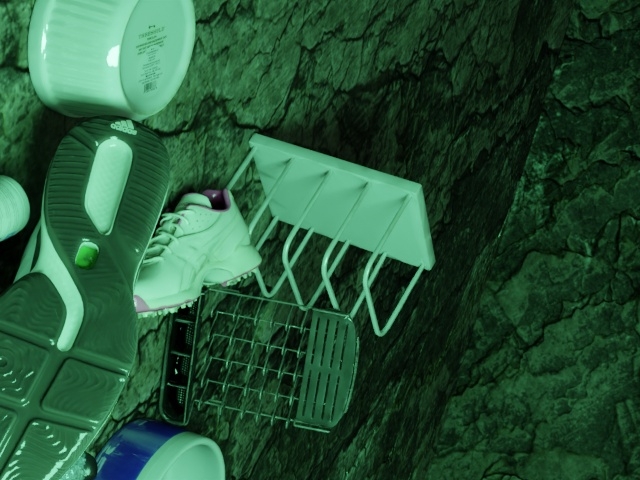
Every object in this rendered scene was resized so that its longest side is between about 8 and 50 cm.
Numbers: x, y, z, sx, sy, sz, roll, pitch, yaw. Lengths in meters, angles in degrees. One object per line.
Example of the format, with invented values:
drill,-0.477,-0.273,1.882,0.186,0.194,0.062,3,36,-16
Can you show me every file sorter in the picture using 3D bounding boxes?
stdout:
file sorter,0.000,0.000,2.218,0.173,0.277,0.193,-59,154,-27

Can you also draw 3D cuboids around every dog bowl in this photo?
dog bowl,-0.244,0.389,2.139,0.265,0.104,0.265,-48,147,-46

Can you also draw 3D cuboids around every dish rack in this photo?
dish rack,-0.085,0.177,2.172,0.074,0.271,0.208,-67,167,-70

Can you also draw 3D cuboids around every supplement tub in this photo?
supplement tub,-0.367,-0.024,1.603,0.107,0.071,0.071,-31,133,-58

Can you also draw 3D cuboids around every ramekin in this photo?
ramekin,-0.230,-0.233,1.730,0.207,0.109,0.207,-49,147,-47

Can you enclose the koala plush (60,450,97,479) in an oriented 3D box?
koala plush,-0.341,0.303,1.805,0.196,0.203,0.221,37,49,-76

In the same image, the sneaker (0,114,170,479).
sneaker,-0.278,0.108,1.653,0.257,0.169,0.447,114,-6,-64

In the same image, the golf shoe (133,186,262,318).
golf shoe,-0.197,0.016,2.022,0.306,0.115,0.140,-29,110,-59
